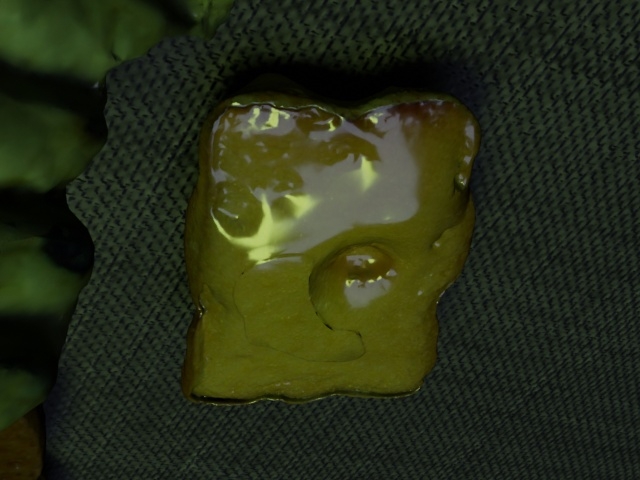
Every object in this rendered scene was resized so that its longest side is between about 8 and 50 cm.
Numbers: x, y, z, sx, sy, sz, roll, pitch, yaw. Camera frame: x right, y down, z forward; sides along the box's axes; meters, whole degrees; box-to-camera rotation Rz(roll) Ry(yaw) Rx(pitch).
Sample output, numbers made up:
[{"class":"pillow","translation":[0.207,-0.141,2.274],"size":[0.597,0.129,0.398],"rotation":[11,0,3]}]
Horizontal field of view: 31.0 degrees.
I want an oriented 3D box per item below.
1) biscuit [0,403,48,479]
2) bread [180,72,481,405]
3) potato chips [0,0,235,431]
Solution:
[{"class":"biscuit","translation":[-0.337,0.159,0.770],"size":[0.350,0.070,0.394],"rotation":[23,129,-36]},{"class":"bread","translation":[0.000,0.000,0.666],"size":[0.161,0.088,0.233],"rotation":[-5,136,-17]},{"class":"potato chips","translation":[-0.147,-0.148,0.342],"size":[0.097,0.373,0.389],"rotation":[9,153,44]}]
